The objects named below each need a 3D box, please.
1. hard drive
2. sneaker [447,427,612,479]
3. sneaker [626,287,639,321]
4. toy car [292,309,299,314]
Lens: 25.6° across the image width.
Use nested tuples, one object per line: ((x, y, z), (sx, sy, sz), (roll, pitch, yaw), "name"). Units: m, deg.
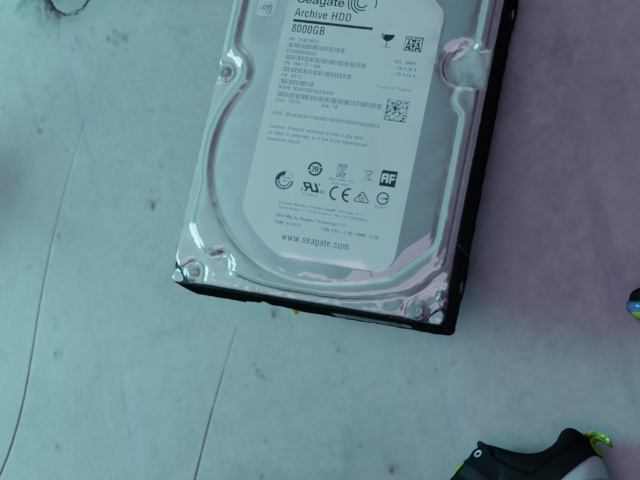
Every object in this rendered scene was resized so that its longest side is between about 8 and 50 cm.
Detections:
((0.025, -0.107, 1.167), (0.236, 0.064, 0.339), (9, 79, 18), "hard drive")
((0.133, 0.218, 1.159), (0.234, 0.084, 0.097), (-20, 58, 15), "sneaker")
((0.331, 0.024, 1.102), (0.188, 0.067, 0.078), (-22, 60, 18), "sneaker")
((0.000, 0.000, 1.215), (0.060, 0.040, 0.122), (40, 99, -2), "toy car")
